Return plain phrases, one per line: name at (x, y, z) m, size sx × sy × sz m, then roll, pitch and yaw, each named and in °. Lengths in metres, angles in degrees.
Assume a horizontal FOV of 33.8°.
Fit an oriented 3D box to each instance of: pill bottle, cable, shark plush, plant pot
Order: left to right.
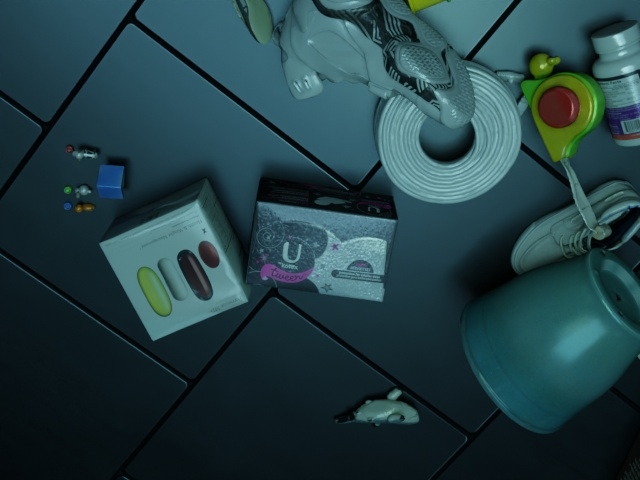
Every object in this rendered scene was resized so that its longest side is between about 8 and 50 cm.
shark plush at (0.108, 0.347, 2.037) m, size 0.161 × 0.073 × 0.067 m, roll -18°, pitch 139°, yaw 2°
cable at (0.220, -0.184, 1.820) m, size 0.257 × 0.089 × 0.257 m, roll 12°, pitch 110°, yaw -4°
plant pot at (0.425, 0.154, 1.808) m, size 0.271 × 0.272 × 0.255 m, roll 42°, pitch 125°, yaw -13°
pill bottle at (0.521, -0.266, 1.777) m, size 0.108 × 0.108 × 0.194 m, roll -20°, pitch 108°, yaw 8°

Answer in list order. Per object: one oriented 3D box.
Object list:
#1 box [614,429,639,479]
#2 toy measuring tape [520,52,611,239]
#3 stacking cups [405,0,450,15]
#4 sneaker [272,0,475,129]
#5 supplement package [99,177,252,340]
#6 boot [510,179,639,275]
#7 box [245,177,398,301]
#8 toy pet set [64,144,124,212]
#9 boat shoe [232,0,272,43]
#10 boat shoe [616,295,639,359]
box at (0.665, 0.473, 2.003) m, size 0.143 × 0.191 × 0.381 m, roll 19°, pitch 110°, yaw -6°
toy measuring tape at (0.442, -0.169, 1.762) m, size 0.121 × 0.121 × 0.330 m, roll -25°, pitch 86°, yaw 9°
stacking cups at (0.284, -0.459, 1.716) m, size 0.316 × 0.096 × 0.096 m, roll -18°, pitch 109°, yaw 7°
sneaker at (0.077, -0.284, 1.720) m, size 0.366 × 0.137 × 0.210 m, roll 47°, pitch 131°, yaw 5°
supplement package at (-0.249, 0.032, 1.873) m, size 0.194 × 0.149 × 0.203 m, roll -24°, pitch 107°, yaw 9°
boot at (0.453, -0.008, 1.864) m, size 0.258 × 0.123 × 0.095 m, roll -38°, pitch 105°, yaw 13°
box at (0.000, 0.000, 1.862) m, size 0.247 × 0.142 × 0.163 m, roll 8°, pitch 110°, yaw -2°
toy pet set at (-0.405, -0.099, 1.871) m, size 0.114 × 0.065 × 0.122 m, roll 5°, pitch 110°, yaw -1°
boat shoe at (-0.123, -0.394, 1.774) m, size 0.043 × 0.049 × 0.137 m, roll -1°, pitch 121°, yaw 47°
boat shoe at (0.576, 0.129, 1.931) m, size 0.305 × 0.109 × 0.091 m, roll 43°, pitch 64°, yaw -2°
